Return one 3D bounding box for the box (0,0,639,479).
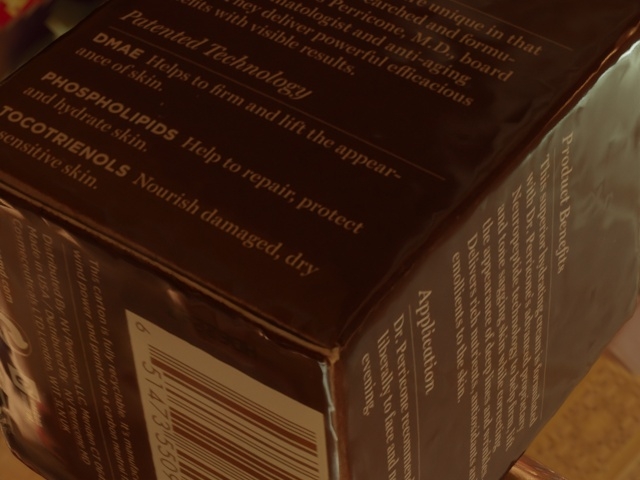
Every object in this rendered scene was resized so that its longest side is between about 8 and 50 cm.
[{"bbox_3d":[0.000,0.000,0.619,0.167,0.168,0.203,25,-129,27],"label":"box"}]

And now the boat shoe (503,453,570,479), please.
[{"bbox_3d":[0.072,0.143,0.806,0.092,0.102,0.285,-58,173,-6],"label":"boat shoe"}]
